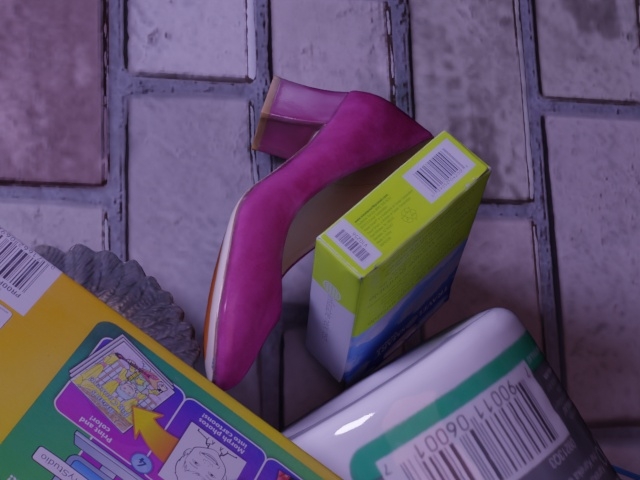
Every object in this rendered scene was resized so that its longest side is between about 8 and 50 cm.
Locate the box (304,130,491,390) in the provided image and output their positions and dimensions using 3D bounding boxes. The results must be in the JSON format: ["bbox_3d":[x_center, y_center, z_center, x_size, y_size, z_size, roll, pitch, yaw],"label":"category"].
[{"bbox_3d":[0.044,0.018,0.926,0.109,0.178,0.042,-40,72,-21],"label":"box"}]

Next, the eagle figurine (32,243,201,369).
[{"bbox_3d":[-0.175,0.140,0.820,0.225,0.226,0.298,-9,84,2],"label":"eagle figurine"}]

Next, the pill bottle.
[{"bbox_3d":[0.118,0.238,0.870,0.204,0.204,0.361,-30,87,-21],"label":"pill bottle"}]

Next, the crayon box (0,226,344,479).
[{"bbox_3d":[-0.109,0.126,0.703,0.278,0.081,0.165,37,36,-3],"label":"crayon box"}]

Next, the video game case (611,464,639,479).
[{"bbox_3d":[0.248,0.234,1.012,0.166,0.015,0.119,22,71,-10],"label":"video game case"}]

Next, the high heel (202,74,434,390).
[{"bbox_3d":[0.000,0.000,0.941,0.117,0.082,0.244,16,47,-3],"label":"high heel"}]
